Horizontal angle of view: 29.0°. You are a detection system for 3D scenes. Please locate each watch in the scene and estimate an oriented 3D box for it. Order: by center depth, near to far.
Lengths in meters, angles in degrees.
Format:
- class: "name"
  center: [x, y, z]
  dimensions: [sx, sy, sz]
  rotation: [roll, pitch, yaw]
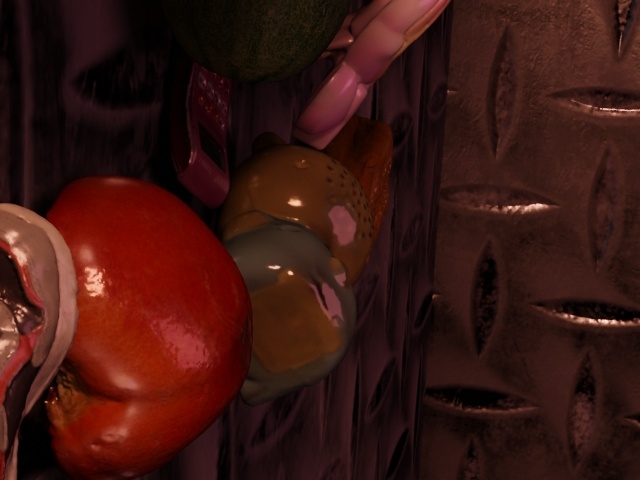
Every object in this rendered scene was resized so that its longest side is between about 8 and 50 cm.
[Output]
- class: "watch"
  center: [0.004, -0.260, 1.239]
  dimensions: [0.248, 0.217, 0.211]
  rotation: [-46, -173, 31]

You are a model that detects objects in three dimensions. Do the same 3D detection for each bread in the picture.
- class: "bread"
  center: [0.000, 0.000, 1.530]
  dimensions: [0.380, 0.109, 0.185]
  rotation: [-64, 165, -51]

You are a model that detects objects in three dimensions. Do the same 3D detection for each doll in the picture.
- class: "doll"
  center: [-0.033, 0.014, 1.234]
  dimensions: [0.177, 0.161, 0.261]
  rotation: [52, 26, -23]

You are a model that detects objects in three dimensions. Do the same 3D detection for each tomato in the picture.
- class: "tomato"
  center: [-0.124, 0.067, 0.941]
  dimensions: [0.200, 0.139, 0.233]
  rotation: [-74, 165, -60]

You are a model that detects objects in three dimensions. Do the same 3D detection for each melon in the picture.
- class: "melon"
  center: [-0.051, -0.273, 1.007]
  dimensions: [0.182, 0.182, 0.288]
  rotation: [-44, 136, -70]

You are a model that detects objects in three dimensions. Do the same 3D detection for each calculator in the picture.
- class: "calculator"
  center: [-0.109, -0.133, 1.154]
  dimensions: [0.126, 0.034, 0.191]
  rotation: [46, 45, -72]

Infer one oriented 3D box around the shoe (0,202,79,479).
- class: "shoe"
  center: [-0.209, 0.085, 0.666]
  dimensions: [0.125, 0.099, 0.228]
  rotation: [42, 59, -78]
